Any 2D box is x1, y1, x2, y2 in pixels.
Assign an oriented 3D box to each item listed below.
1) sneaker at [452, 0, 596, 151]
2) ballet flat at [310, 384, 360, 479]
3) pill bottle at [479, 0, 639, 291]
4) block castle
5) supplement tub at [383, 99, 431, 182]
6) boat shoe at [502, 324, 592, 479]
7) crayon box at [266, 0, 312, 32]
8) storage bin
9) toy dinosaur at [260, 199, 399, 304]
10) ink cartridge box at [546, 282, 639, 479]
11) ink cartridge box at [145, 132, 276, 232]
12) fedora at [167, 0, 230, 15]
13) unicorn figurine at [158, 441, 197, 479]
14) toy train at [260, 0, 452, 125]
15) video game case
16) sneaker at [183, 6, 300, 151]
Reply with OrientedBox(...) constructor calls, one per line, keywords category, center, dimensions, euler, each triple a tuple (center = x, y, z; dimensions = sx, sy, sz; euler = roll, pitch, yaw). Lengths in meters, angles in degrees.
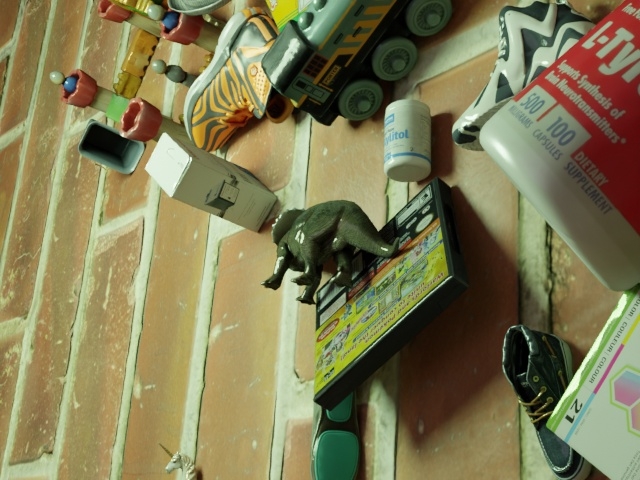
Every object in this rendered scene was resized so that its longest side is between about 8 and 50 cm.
OrientedBox(category="sneaker", center=(0.261, -0.235, 1.359), dimensions=(0.235, 0.094, 0.153), euler=(-43, 42, 30))
OrientedBox(category="ballet flat", center=(0.020, 0.272, 1.453), dimensions=(0.068, 0.072, 0.213), euler=(124, 153, -64))
OrientedBox(category="pill bottle", center=(0.381, -0.157, 1.017), dimensions=(0.408, 0.229, 0.229), euler=(-42, 42, 9))
OrientedBox(category="block castle", center=(-0.389, -0.382, 2.154), dimensions=(0.453, 0.213, 0.303), euler=(30, 97, 54))
OrientedBox(category="supplement tub", center=(0.129, -0.147, 1.501), dimensions=(0.071, 0.071, 0.107), euler=(-23, 56, 44))
OrientedBox(category="boat shoe", center=(0.255, 0.187, 1.166), dimensions=(0.065, 0.083, 0.183), euler=(-34, 49, 38))
OrientedBox(category="crayon box", center=(0.033, -0.514, 1.772), dimensions=(0.313, 0.106, 0.363), euler=(-49, 40, 26))
OrientedBox(category="storage bin", center=(-0.474, -0.212, 2.256), dimensions=(0.098, 0.135, 0.091), euler=(-62, 26, 10))
OrientedBox(category="toy dinosaur", center=(0.000, 0.000, 1.490), dimensions=(0.313, 0.121, 0.160), euler=(-29, 46, 58))
OrientedBox(category="ink cartridge box", center=(0.379, 0.182, 1.002), dimensions=(0.255, 0.097, 0.188), euler=(39, 105, 53))
OrientedBox(category="ink cartridge box", center=(-0.194, -0.103, 1.786), dimensions=(0.082, 0.191, 0.139), euler=(-61, 37, 11))
OrientedBox(category="fedora", center=(-0.221, -0.554, 1.890), dimensions=(0.244, 0.124, 0.275), euler=(-17, 51, 29))
OrientedBox(category="unicorn figurine", center=(-0.225, 0.428, 1.688), dimensions=(0.162, 0.060, 0.111), euler=(30, 97, 37))
OrientedBox(category="toy train", center=(0.057, -0.330, 1.581), dimensions=(0.334, 0.190, 0.142), euler=(-50, 41, 23))
OrientedBox(category="video game case", center=(0.089, 0.070, 1.404), dimensions=(0.275, 0.035, 0.248), euler=(-45, 22, 25))
OrientedBox(category="sneaker", center=(-0.140, -0.249, 1.849), dimensions=(0.180, 0.125, 0.321), euler=(53, 137, 26))
